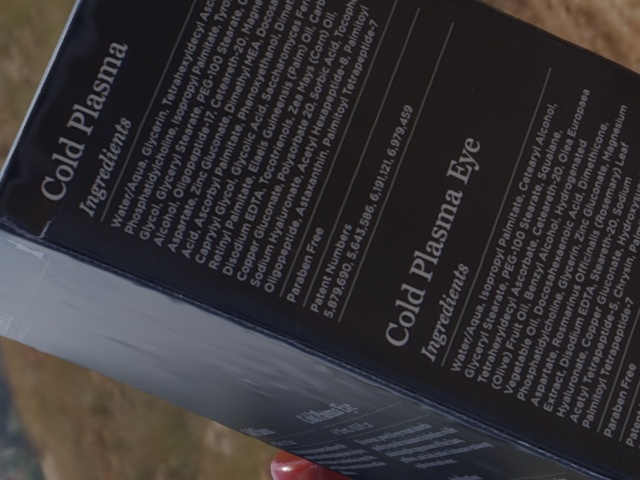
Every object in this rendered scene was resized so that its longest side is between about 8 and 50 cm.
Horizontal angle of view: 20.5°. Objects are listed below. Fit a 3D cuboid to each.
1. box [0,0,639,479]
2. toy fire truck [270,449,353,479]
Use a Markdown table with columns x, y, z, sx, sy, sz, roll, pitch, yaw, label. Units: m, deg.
| x | y | z | sx | sy | sz | roll | pitch | yaw | label |
| --- | --- | --- | --- | --- | --- | --- | --- | --- | --- |
| 0.000 | 0.000 | 0.889 | 0.343 | 0.312 | 0.179 | 145 | 146 | -73 | box |
| 0.051 | 0.192 | 1.305 | 0.254 | 0.302 | 0.169 | -12 | 102 | 58 | toy fire truck |
